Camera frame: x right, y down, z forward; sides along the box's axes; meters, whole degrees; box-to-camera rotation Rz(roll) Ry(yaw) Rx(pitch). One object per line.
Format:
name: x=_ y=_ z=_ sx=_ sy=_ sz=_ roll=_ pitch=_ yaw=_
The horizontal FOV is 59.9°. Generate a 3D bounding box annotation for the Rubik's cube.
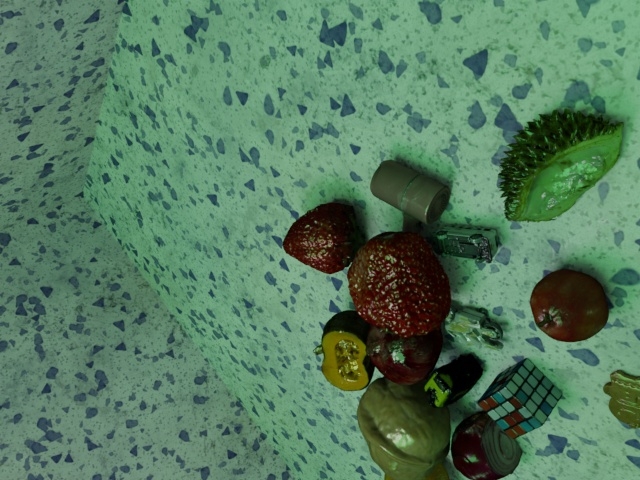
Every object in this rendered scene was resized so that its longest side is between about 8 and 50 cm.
Rubik's cube: x=0.612 y=0.485 z=1.709 sx=0.155 sy=0.154 sz=0.151 roll=45 pitch=141 yaw=12

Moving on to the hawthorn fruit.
hawthorn fruit: x=0.615 y=0.177 z=1.417 sx=0.197 sy=0.226 sz=0.196 roll=24 pitch=123 yaw=44

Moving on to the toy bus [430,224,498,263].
toy bus: x=0.417 y=0.003 z=1.606 sx=0.194 sy=0.089 sz=0.087 roll=8 pitch=125 yaw=45

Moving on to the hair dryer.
hair dryer: x=0.261 y=-0.065 z=1.713 sx=0.210 sy=0.125 sz=0.352 roll=31 pitch=144 yaw=29

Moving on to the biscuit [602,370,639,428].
biscuit: x=0.846 y=0.439 z=1.529 sx=0.133 sy=0.027 sz=0.184 roll=23 pitch=132 yaw=33

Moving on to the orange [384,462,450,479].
orange: x=0.388 y=0.975 z=2.236 sx=0.274 sy=0.274 sz=0.274 roll=27 pitch=135 yaw=31

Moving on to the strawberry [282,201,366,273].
strawberry: x=0.000 y=0.000 z=1.921 sx=0.289 sy=0.238 sz=0.250 roll=-4 pitch=106 yaw=22

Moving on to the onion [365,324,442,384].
onion: x=0.276 y=0.349 z=1.888 sx=0.276 sy=0.276 sz=0.276 roll=27 pitch=135 yaw=31

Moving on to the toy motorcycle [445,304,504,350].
toy motorcycle: x=0.475 y=0.282 z=1.770 sx=0.229 sy=0.074 sz=0.151 roll=22 pitch=134 yaw=33

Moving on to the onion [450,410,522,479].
onion: x=0.544 y=0.730 z=1.924 sx=0.216 sy=0.206 sz=0.207 roll=55 pitch=143 yaw=2

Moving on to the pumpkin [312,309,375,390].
pumpkin: x=0.100 y=0.390 z=2.108 sx=0.242 sy=0.232 sz=0.324 roll=7 pitch=125 yaw=11

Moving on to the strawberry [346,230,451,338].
strawberry: x=0.228 y=0.126 z=1.675 sx=0.312 sy=0.267 sz=0.351 roll=-4 pitch=128 yaw=17

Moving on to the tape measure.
tape measure: x=0.432 y=0.478 z=1.868 sx=0.112 sy=0.199 sz=0.186 roll=55 pitch=147 yaw=32

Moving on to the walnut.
walnut: x=0.306 y=0.670 z=2.024 sx=0.381 sy=0.381 sz=0.381 roll=27 pitch=135 yaw=31

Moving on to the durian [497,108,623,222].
durian: x=0.550 y=-0.173 z=1.351 sx=0.198 sy=0.163 sz=0.394 roll=10 pitch=142 yaw=-6
